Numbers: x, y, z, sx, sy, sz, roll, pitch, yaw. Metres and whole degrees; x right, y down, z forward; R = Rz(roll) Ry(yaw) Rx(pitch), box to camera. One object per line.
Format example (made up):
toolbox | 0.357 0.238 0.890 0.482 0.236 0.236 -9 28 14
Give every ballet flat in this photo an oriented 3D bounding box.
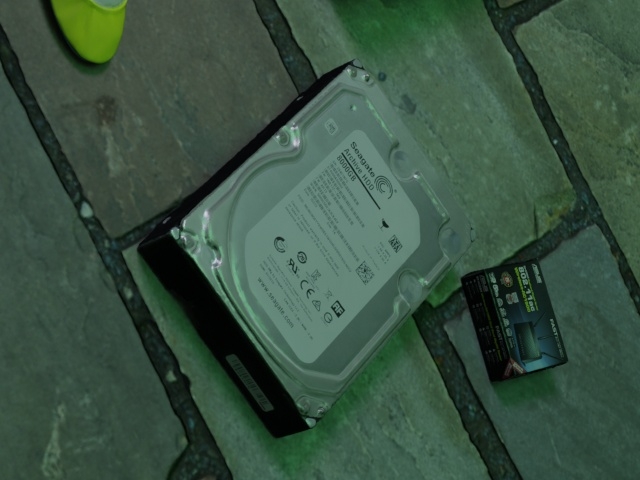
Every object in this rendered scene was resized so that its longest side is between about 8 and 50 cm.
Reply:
ballet flat | -0.216 -0.282 1.670 0.077 0.077 0.231 -1 76 -43

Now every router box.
router box | 0.210 0.086 1.944 0.092 0.038 0.122 -10 82 -44

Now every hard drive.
hard drive | 0.000 0.000 1.772 0.237 0.064 0.339 56 46 -12
